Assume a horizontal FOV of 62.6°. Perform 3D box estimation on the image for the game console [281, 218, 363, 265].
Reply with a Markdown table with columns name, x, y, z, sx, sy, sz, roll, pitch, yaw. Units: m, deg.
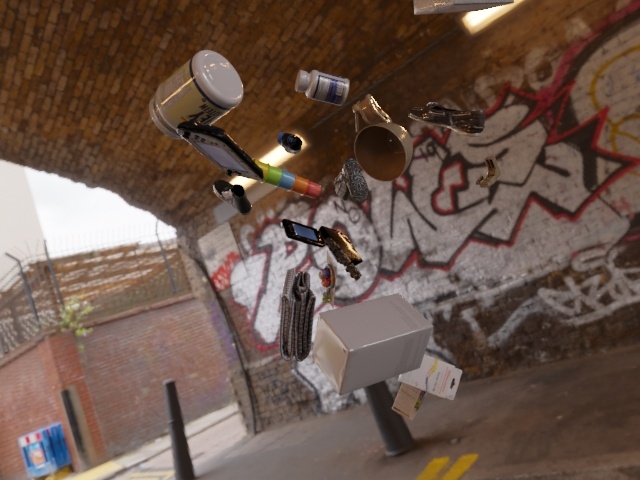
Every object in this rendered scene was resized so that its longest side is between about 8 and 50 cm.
| name | x | y | z | sx | sy | sz | roll | pitch | yaw |
| --- | --- | --- | --- | --- | --- | --- | --- | --- | --- |
| game console | 0.000 | 0.000 | 2.130 | 0.361 | 0.213 | 0.044 | 16 | -63 | -37 |

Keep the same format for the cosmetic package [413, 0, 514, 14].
| name | x | y | z | sx | sy | sz | roll | pitch | yaw |
| --- | --- | --- | --- | --- | --- | --- | --- | --- | --- |
| cosmetic package | 0.535 | -0.937 | 1.959 | 0.366 | 0.155 | 0.197 | -18 | 20 | -36 |

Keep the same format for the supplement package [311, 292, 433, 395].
| name | x | y | z | sx | sy | sz | roll | pitch | yaw |
| --- | --- | --- | --- | --- | --- | --- | --- | --- | --- |
| supplement package | 0.148 | 0.296 | 1.548 | 0.293 | 0.175 | 0.177 | -10 | -54 | -29 |

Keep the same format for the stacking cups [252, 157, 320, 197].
| name | x | y | z | sx | sy | sz | roll | pitch | yaw |
| --- | --- | --- | --- | --- | --- | --- | --- | --- | --- |
| stacking cups | -0.145 | -0.255 | 2.210 | 0.316 | 0.096 | 0.096 | 16 | -25 | -22 |

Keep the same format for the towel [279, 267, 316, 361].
| name | x | y | z | sx | sy | sz | roll | pitch | yaw |
| --- | --- | --- | --- | --- | --- | --- | --- | --- | --- |
| towel | -0.082 | 0.270 | 1.942 | 0.121 | 0.283 | 0.235 | 4 | 20 | -1 |

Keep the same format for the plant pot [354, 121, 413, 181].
| name | x | y | z | sx | sy | sz | roll | pitch | yaw |
| --- | --- | --- | --- | --- | --- | --- | --- | --- | --- |
| plant pot | 0.332 | -0.449 | 2.537 | 0.191 | 0.284 | 0.284 | -39 | 6 | -41 |

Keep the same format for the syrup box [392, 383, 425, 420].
| name | x | y | z | sx | sy | sz | roll | pitch | yaw |
| --- | --- | --- | --- | --- | --- | --- | --- | --- | --- |
| syrup box | 0.361 | 0.557 | 2.003 | 0.093 | 0.096 | 0.236 | -29 | -41 | -55 |

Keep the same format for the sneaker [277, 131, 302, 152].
| name | x | y | z | sx | sy | sz | roll | pitch | yaw |
| --- | --- | --- | --- | --- | --- | --- | --- | --- | --- |
| sneaker | -0.120 | -0.443 | 2.453 | 0.091 | 0.081 | 0.232 | 21 | 4 | 17 |

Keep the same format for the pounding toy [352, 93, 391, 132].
| name | x | y | z | sx | sy | sz | roll | pitch | yaw |
| --- | --- | --- | --- | --- | --- | --- | --- | --- | --- |
| pounding toy | 0.242 | -0.653 | 2.761 | 0.155 | 0.154 | 0.269 | -34 | -41 | 26 |

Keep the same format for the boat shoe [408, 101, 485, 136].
| name | x | y | z | sx | sy | sz | roll | pitch | yaw |
| --- | --- | --- | --- | --- | --- | --- | --- | --- | --- |
| boat shoe | 0.473 | -0.474 | 1.971 | 0.112 | 0.095 | 0.335 | -16 | 33 | -37 |

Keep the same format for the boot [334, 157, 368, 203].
| name | x | y | z | sx | sy | sz | roll | pitch | yaw |
| --- | --- | --- | --- | --- | --- | --- | --- | --- | --- |
| boot | 0.108 | -0.194 | 1.987 | 0.076 | 0.189 | 0.208 | -6 | -18 | -17 |

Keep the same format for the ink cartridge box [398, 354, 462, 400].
| name | x | y | z | sx | sy | sz | roll | pitch | yaw |
| --- | --- | --- | --- | --- | --- | --- | --- | --- | --- |
| ink cartridge box | 0.375 | 0.454 | 1.771 | 0.198 | 0.115 | 0.067 | 19 | -11 | 5 |

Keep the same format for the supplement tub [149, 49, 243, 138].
| name | x | y | z | sx | sy | sz | roll | pitch | yaw |
| --- | --- | --- | --- | --- | --- | --- | --- | --- | --- |
| supplement tub | -0.487 | -0.557 | 2.049 | 0.325 | 0.235 | 0.235 | -25 | -10 | 33 |

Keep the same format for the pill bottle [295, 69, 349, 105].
| name | x | y | z | sx | sy | sz | roll | pitch | yaw |
| --- | --- | --- | --- | --- | --- | --- | --- | --- | --- |
| pill bottle | 0.004 | -0.520 | 1.780 | 0.169 | 0.094 | 0.094 | 11 | -18 | -15 |

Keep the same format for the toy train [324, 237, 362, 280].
| name | x | y | z | sx | sy | sz | roll | pitch | yaw |
| --- | --- | --- | --- | --- | --- | --- | --- | --- | --- |
| toy train | 0.063 | 0.051 | 1.426 | 0.027 | 0.158 | 0.036 | -46 | -33 | 12 |

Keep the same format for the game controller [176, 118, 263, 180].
| name | x | y | z | sx | sy | sz | roll | pitch | yaw |
| --- | --- | --- | --- | --- | --- | --- | --- | --- | --- |
| game controller | -0.287 | -0.258 | 1.563 | 0.067 | 0.167 | 0.319 | -63 | -23 | -7 |

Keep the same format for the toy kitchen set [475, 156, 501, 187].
| name | x | y | z | sx | sy | sz | roll | pitch | yaw |
| --- | --- | --- | --- | --- | --- | --- | --- | --- | --- |
| toy kitchen set | 0.555 | -0.231 | 1.792 | 0.083 | 0.075 | 0.068 | -43 | 28 | -27 |

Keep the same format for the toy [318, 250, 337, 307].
| name | x | y | z | sx | sy | sz | roll | pitch | yaw |
| --- | --- | --- | --- | --- | --- | --- | --- | --- | --- |
| toy | 0.024 | 0.177 | 2.340 | 0.056 | 0.137 | 0.237 | -10 | -55 | -15 |

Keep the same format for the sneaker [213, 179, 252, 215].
| name | x | y | z | sx | sy | sz | roll | pitch | yaw |
| --- | --- | --- | --- | --- | --- | --- | --- | --- | --- |
| sneaker | -0.358 | -0.206 | 2.116 | 0.083 | 0.222 | 0.118 | -40 | -29 | -23 |
